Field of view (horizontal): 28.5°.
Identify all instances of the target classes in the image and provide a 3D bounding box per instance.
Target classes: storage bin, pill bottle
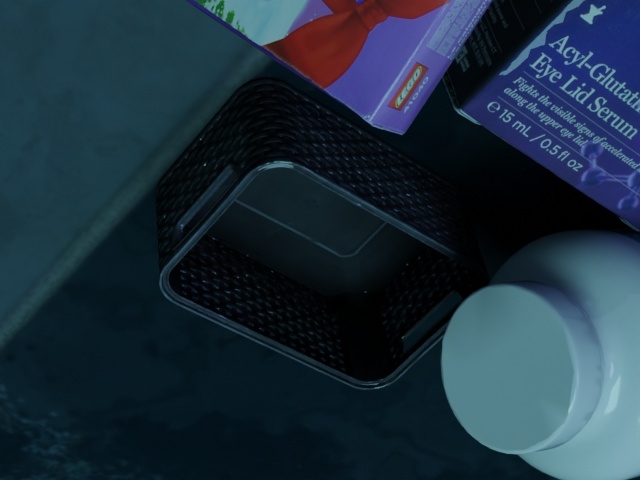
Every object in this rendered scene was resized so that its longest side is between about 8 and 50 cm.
[{"bbox_3d":[0.000,0.000,0.772,0.180,0.084,0.122,28,121,-30],"label":"storage bin"},{"bbox_3d":[0.191,0.065,0.757,0.264,0.146,0.146,-3,137,-44],"label":"pill bottle"}]

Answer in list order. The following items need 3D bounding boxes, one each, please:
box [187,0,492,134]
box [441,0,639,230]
[{"bbox_3d":[0.026,-0.216,0.474,0.201,0.057,0.293,36,101,14],"label":"box"},{"bbox_3d":[0.183,-0.131,0.673,0.153,0.108,0.207,28,121,-28],"label":"box"}]
